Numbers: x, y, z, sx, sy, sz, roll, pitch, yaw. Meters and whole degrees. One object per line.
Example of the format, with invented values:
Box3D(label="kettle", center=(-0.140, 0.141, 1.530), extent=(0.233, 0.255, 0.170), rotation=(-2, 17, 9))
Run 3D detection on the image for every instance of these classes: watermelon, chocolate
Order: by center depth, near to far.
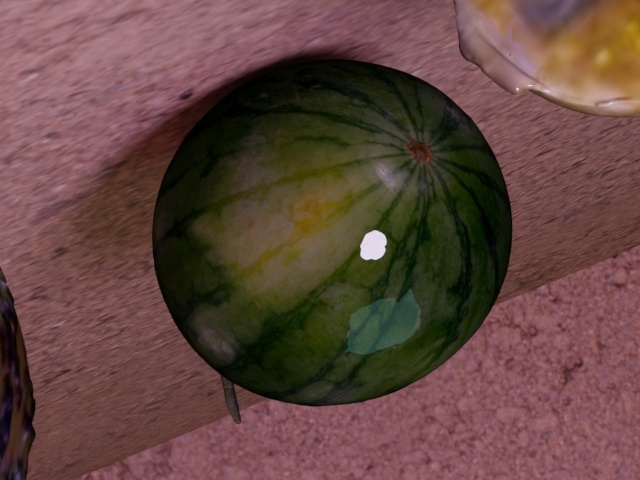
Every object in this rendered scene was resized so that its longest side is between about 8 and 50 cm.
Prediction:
Box3D(label="chocolate", center=(0.217, -0.148, 0.944), extent=(0.162, 0.162, 0.445), rotation=(-30, 171, 28))
Box3D(label="watermelon", center=(0.000, 0.000, 1.058), extent=(0.188, 0.188, 0.215), rotation=(-16, 166, -37))

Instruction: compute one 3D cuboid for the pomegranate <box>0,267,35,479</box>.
Box3D(label="pomegranate", center=(-0.198, 0.005, 0.554), extent=(0.285, 0.285, 0.340), rotation=(-7, 129, -59))
